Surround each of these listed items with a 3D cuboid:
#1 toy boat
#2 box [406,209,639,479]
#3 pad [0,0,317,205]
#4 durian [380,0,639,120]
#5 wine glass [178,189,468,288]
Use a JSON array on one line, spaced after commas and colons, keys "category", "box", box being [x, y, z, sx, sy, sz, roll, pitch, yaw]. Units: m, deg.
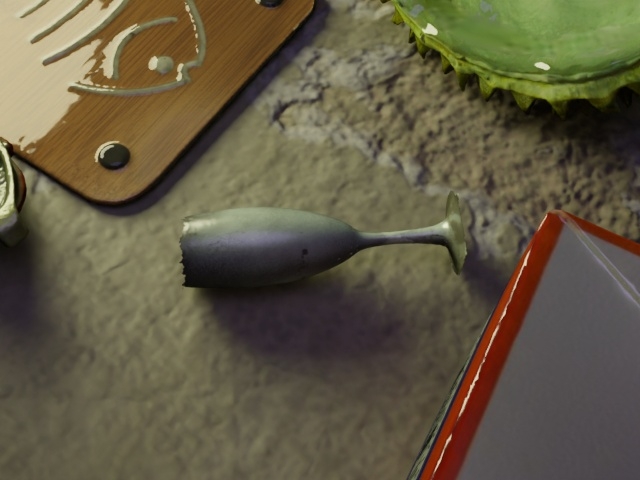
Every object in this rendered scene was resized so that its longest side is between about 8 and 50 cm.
[{"category": "toy boat", "box": [-0.263, -0.052, 0.643, 0.089, 0.071, 0.185, -37, 70, -21]}, {"category": "box", "box": [0.157, 0.236, 0.404, 0.319, 0.257, 0.348, 24, 62, 8]}, {"category": "pad", "box": [-0.185, -0.187, 0.755, 0.284, 0.018, 0.286, 32, 66, 13]}, {"category": "durian", "box": [0.155, -0.224, 0.691, 0.394, 0.198, 0.163, 36, 66, 18]}, {"category": "wine glass", "box": [0.000, 0.000, 0.636, 0.198, 0.066, 0.066, -3, 61, -4]}]
